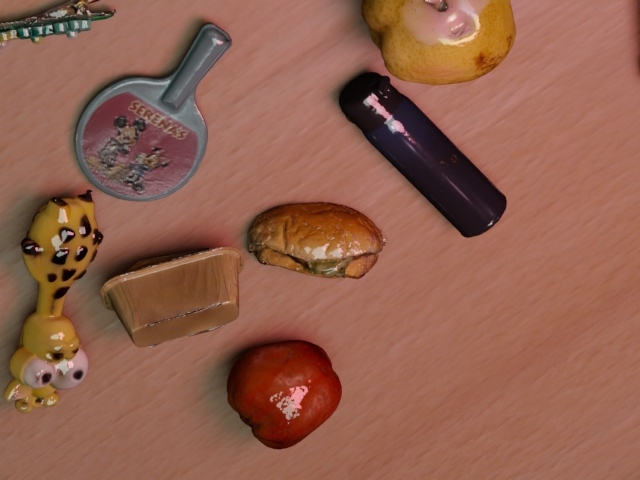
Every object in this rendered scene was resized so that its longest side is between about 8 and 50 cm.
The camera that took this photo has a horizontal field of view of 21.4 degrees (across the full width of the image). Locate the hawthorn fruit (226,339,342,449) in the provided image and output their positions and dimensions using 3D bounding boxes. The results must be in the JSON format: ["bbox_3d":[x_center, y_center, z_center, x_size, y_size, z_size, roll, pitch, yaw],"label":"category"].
[{"bbox_3d":[-0.042,0.185,2.100,0.138,0.133,0.133,-36,114,-10],"label":"hawthorn fruit"}]

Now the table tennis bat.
[{"bbox_3d":[-0.186,-0.152,1.991,0.153,0.040,0.244,32,106,-20],"label":"table tennis bat"}]

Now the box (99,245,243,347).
[{"bbox_3d":[-0.174,0.060,2.041,0.177,0.111,0.111,-15,113,-6],"label":"box"}]

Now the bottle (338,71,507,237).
[{"bbox_3d":[0.121,-0.105,2.051,0.244,0.082,0.072,44,53,-24],"label":"bottle"}]

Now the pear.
[{"bbox_3d":[0.133,-0.258,1.940,0.178,0.178,0.178,-4,112,-10],"label":"pear"}]

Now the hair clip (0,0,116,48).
[{"bbox_3d":[-0.317,-0.244,1.920,0.173,0.049,0.049,-14,113,-7],"label":"hair clip"}]

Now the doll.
[{"bbox_3d":[-0.319,0.078,2.026,0.117,0.086,0.291,-7,118,-41],"label":"doll"}]

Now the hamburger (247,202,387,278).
[{"bbox_3d":[0.006,0.001,2.054,0.176,0.102,0.087,6,98,-14],"label":"hamburger"}]
